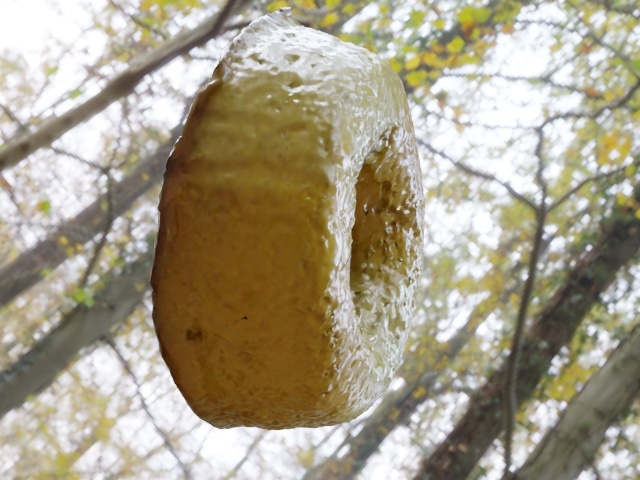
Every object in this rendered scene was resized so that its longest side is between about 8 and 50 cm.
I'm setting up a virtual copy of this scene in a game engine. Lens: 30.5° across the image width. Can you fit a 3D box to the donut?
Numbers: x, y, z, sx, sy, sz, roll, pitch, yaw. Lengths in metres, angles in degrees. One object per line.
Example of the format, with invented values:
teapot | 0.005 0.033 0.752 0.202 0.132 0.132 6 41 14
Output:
donut | 0.000 0.000 0.467 0.065 0.162 0.178 9 -12 19
